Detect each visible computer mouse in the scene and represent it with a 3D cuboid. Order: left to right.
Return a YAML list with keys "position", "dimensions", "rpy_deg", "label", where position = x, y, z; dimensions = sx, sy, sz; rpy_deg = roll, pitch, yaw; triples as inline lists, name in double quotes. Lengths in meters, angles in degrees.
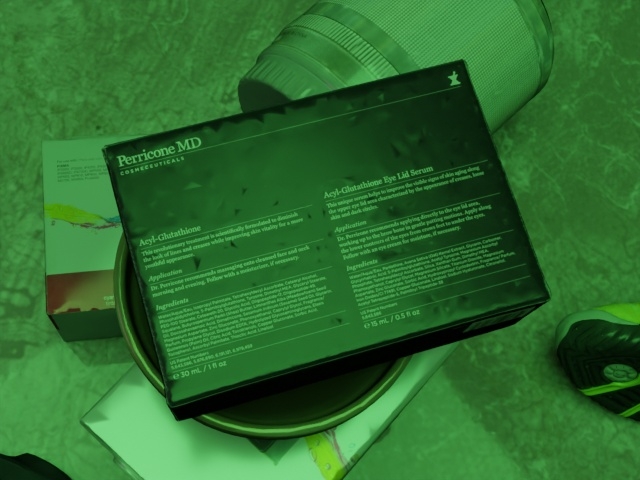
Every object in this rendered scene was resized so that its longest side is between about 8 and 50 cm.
- position: [-0.338, 0.218, 0.979]
  dimensions: [0.242, 0.041, 0.071]
  rpy_deg: [21, 73, 2]
  label: "computer mouse"

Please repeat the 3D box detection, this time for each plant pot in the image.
- position: [-0.039, 0.044, 0.816]
  dimensions: [0.237, 0.110, 0.237]
  rpy_deg: [1, 71, -4]
  label: "plant pot"

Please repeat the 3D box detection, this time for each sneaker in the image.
- position: [0.423, 0.097, 1.053]
  dimensions: [0.385, 0.145, 0.147]
  rpy_deg: [3, 52, -7]
  label: "sneaker"

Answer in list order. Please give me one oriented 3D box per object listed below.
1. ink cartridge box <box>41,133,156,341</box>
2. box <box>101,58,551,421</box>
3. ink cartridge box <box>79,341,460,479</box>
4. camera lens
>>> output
- position: [-0.202, -0.002, 1.014]
  dimensions: [0.127, 0.128, 0.176]
  rpy_deg: [-5, 73, -7]
  label: "ink cartridge box"
- position: [0.000, 0.000, 0.723]
  dimensions: [0.261, 0.103, 0.184]
  rpy_deg: [-14, 77, -9]
  label: "box"
- position: [-0.047, 0.145, 0.945]
  dimensions: [0.197, 0.198, 0.270]
  rpy_deg: [42, 74, 8]
  label: "ink cartridge box"
- position: [0.081, -0.170, 1.044]
  dimensions: [0.274, 0.219, 0.219]
  rpy_deg: [-42, 80, -15]
  label: "camera lens"
